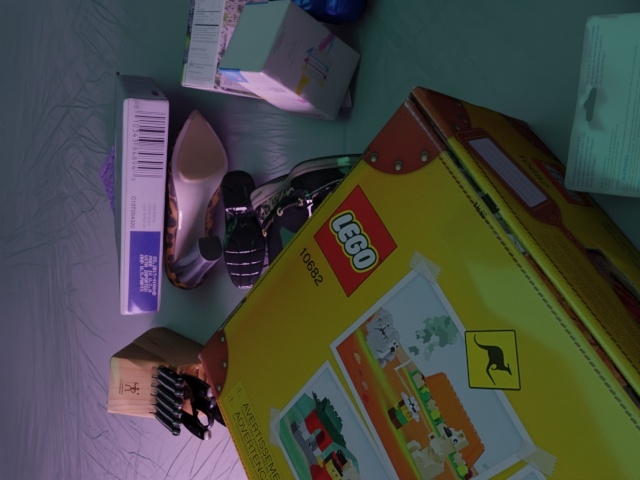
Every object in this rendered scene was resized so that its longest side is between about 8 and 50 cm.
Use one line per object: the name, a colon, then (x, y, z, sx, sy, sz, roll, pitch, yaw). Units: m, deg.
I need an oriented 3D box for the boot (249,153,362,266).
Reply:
boot: (0.001, 0.000, 0.787, 0.236, 0.085, 0.178, -17, 80, 54)

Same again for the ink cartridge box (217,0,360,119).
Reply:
ink cartridge box: (-0.030, -0.210, 0.788, 0.092, 0.143, 0.090, 19, 86, 47)

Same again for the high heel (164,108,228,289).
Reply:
high heel: (-0.213, -0.058, 1.034, 0.186, 0.093, 0.261, -37, 55, 57)

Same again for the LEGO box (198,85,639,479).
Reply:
LEGO box: (0.139, 0.190, 0.536, 0.372, 0.193, 0.500, -49, 56, 32)

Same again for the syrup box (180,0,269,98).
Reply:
syrup box: (-0.119, -0.325, 0.912, 0.096, 0.093, 0.237, 20, 105, 47)

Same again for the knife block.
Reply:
knife block: (-0.191, 0.217, 1.017, 0.275, 0.242, 0.088, -56, -28, -84)

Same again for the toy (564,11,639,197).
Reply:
toy: (0.306, -0.091, 0.461, 0.237, 0.056, 0.137, 13, 102, 42)

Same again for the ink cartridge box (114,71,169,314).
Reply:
ink cartridge box: (-0.298, -0.094, 1.066, 0.330, 0.071, 0.324, -130, 43, -63)

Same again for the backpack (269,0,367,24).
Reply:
backpack: (0.010, -0.322, 0.771, 0.101, 0.098, 0.120, 16, 104, 18)

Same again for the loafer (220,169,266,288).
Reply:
loafer: (-0.110, -0.017, 0.940, 0.061, 0.062, 0.170, -117, 26, -81)

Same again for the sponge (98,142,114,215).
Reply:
sponge: (-0.355, -0.150, 1.224, 0.210, 0.031, 0.117, -48, 56, 36)
